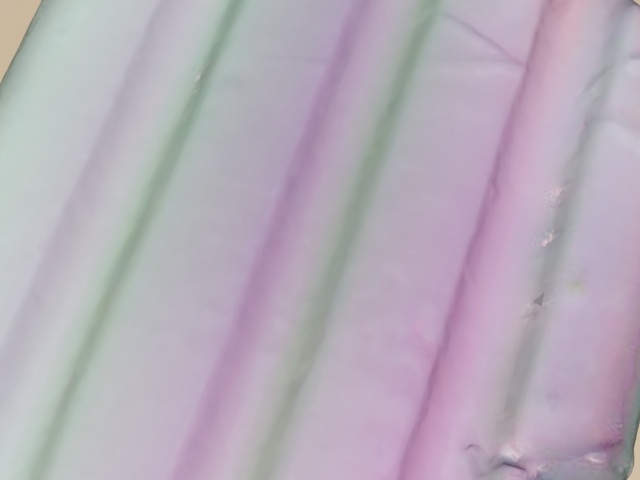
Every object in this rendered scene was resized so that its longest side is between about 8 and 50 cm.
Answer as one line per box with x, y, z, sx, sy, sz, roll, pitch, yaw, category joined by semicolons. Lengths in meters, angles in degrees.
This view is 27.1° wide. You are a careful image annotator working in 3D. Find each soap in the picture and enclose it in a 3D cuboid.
0.000;0.000;0.392;0.193;0.109;0.324;17;68;5;soap
